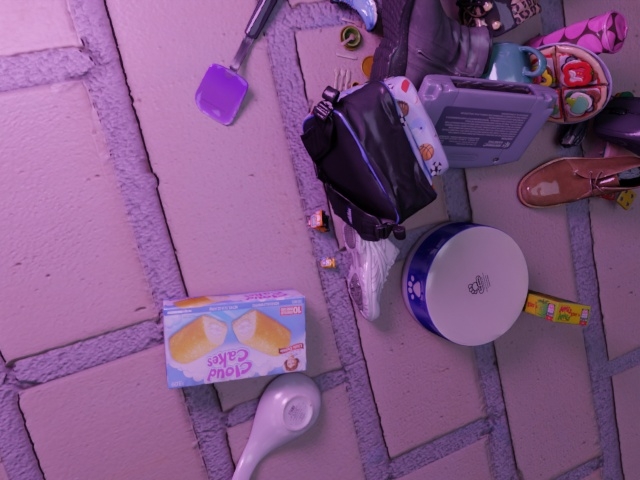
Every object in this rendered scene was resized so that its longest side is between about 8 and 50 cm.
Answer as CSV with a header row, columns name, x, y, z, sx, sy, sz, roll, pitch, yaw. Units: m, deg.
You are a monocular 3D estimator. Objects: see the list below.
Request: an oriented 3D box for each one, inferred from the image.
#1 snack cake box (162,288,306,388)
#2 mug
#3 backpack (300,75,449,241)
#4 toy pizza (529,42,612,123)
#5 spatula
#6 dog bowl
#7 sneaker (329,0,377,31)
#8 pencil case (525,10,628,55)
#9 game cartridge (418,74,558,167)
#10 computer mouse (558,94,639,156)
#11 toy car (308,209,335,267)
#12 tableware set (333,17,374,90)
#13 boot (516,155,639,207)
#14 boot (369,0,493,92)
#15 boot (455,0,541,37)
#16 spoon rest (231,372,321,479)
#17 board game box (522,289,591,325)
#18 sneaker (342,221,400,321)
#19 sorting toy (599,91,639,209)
name,x,y,z,sx,sy,sz,roll,pitch,yaw
snack cake box,-0.164,0.183,0.981,0.264,0.089,0.152,-4,96,-18
mug,0.388,-0.362,1.073,0.157,0.129,0.098,-7,89,22
backpack,0.083,-0.166,0.935,0.213,0.263,0.277,-32,109,-18
toy pizza,0.512,-0.327,1.092,0.201,0.201,0.032,45,62,-17
spatula,-0.143,-0.367,0.958,0.084,0.030,0.297,26,88,-17
dog bowl,0.319,0.092,1.123,0.264,0.104,0.265,-2,96,-18
sneaker,0.056,-0.476,1.000,0.073,0.063,0.162,-33,89,6
pencil case,0.540,-0.418,1.084,0.098,0.209,0.095,4,94,-27
game cartridge,0.312,-0.236,1.049,0.296,0.198,0.062,0,56,-18
computer mouse,0.696,-0.259,1.134,0.189,0.272,0.072,-55,149,-9
toy car,0.000,0.000,1.035,0.040,0.060,0.122,-6,91,14
tableware set,0.084,-0.373,1.037,0.103,0.024,0.154,6,93,-19
boot,0.612,-0.141,1.167,0.305,0.115,0.113,-12,99,1
boot,0.231,-0.413,0.971,0.222,0.118,0.338,-1,131,-16
boot,0.273,-0.530,1.029,0.377,0.138,0.284,-31,105,-18
spoon rest,-0.098,0.400,1.043,0.137,0.084,0.276,41,70,-19
board game box,0.498,0.144,1.146,0.092,0.181,0.043,8,93,-19
sneaker,0.118,0.053,1.063,0.115,0.090,0.233,-8,99,-21
sorting toy,0.747,-0.217,1.259,0.132,0.046,0.275,7,96,-19
